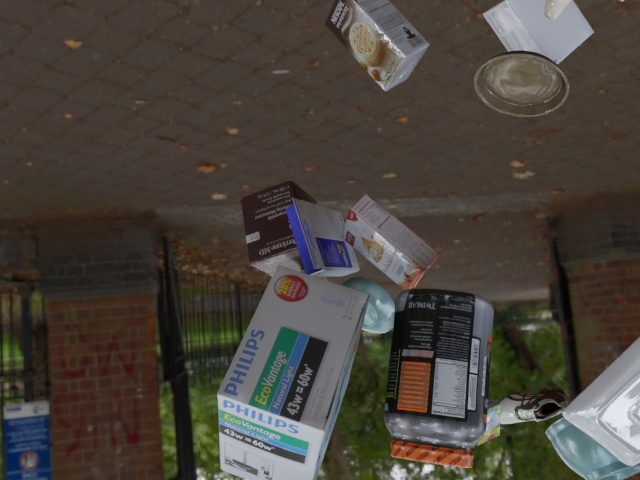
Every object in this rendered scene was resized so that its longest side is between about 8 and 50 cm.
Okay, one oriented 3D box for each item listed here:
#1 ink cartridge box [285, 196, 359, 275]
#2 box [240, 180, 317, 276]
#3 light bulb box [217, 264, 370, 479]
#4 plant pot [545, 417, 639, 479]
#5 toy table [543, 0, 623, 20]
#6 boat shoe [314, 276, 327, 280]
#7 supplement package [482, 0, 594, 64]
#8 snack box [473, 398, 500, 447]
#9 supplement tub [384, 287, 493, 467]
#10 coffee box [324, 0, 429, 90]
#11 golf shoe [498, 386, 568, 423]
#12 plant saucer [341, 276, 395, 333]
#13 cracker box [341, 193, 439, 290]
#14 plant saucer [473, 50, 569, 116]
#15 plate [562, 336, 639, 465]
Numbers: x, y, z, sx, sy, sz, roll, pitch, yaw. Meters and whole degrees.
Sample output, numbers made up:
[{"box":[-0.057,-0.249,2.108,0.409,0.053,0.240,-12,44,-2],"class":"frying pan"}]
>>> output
[{"box":[0.000,0.000,1.670,0.069,0.175,0.371,-20,171,15],"class":"ink cartridge box"},{"box":[-0.101,-0.028,1.853,0.168,0.203,0.167,-18,156,18],"class":"box"},{"box":[-0.061,0.319,1.489,0.225,0.358,0.361,17,139,7],"class":"light bulb box"},{"box":[0.901,0.661,2.124,0.293,0.196,0.293,-11,145,-8],"class":"plant pot"},{"box":[0.585,-0.640,1.522,0.252,0.274,0.161,-42,147,27],"class":"toy table"},{"box":[-0.014,0.160,1.875,0.103,0.092,0.285,-21,162,4],"class":"boat shoe"},{"box":[0.696,-0.695,2.128,0.204,0.262,0.145,-41,-169,-12],"class":"supplement package"},{"box":[0.416,0.492,1.771,0.141,0.100,0.037,-14,-160,-30],"class":"snack box"},{"box":[0.241,0.279,1.365,0.207,0.338,0.207,8,165,2],"class":"supplement tub"},{"box":[0.140,-0.524,1.691,0.098,0.246,0.141,-35,169,-31],"class":"coffee box"},{"box":[0.743,0.597,2.376,0.273,0.105,0.120,-21,-178,15],"class":"golf shoe"},{"box":[0.128,0.199,1.943,0.195,0.195,0.037,-12,-160,42],"class":"plant saucer"},{"box":[0.164,0.011,1.624,0.067,0.232,0.155,-44,166,-22],"class":"cracker box"},{"box":[0.602,-0.473,1.997,0.278,0.041,0.278,15,155,7],"class":"plant saucer"},{"box":[0.736,0.376,1.516,0.277,0.278,0.045,37,-168,-21],"class":"plate"}]
